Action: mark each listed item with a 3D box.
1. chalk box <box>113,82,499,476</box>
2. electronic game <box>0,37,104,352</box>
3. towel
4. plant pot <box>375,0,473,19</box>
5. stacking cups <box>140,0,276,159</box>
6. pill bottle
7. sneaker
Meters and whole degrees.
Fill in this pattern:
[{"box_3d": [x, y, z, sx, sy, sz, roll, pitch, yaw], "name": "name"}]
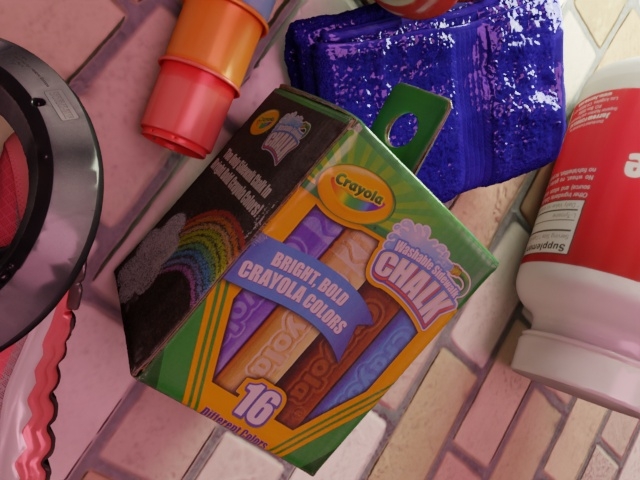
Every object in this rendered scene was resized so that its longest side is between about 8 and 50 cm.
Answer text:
[{"box_3d": [0.000, 0.000, 0.518, 0.289, 0.180, 0.179, -48, 120, 2], "name": "chalk box"}, {"box_3d": [-0.252, -0.029, 0.405, 0.230, 0.048, 0.229, -1, 79, 3], "name": "electronic game"}, {"box_3d": [0.127, -0.146, 0.663, 0.308, 0.076, 0.227, -20, 109, -20], "name": "towel"}, {"box_3d": [0.115, -0.300, 0.551, 0.174, 0.191, 0.191, -29, 110, -20], "name": "plant pot"}, {"box_3d": [-0.073, -0.228, 0.544, 0.096, 0.096, 0.316, 25, 81, -33], "name": "stacking cups"}, {"box_3d": [0.387, 0.000, 0.796, 0.229, 0.229, 0.407, 27, 80, -33], "name": "pill bottle"}, {"box_3d": [-0.251, 0.067, 0.444, 0.136, 0.116, 0.313, 9, 89, -31], "name": "sneaker"}]
